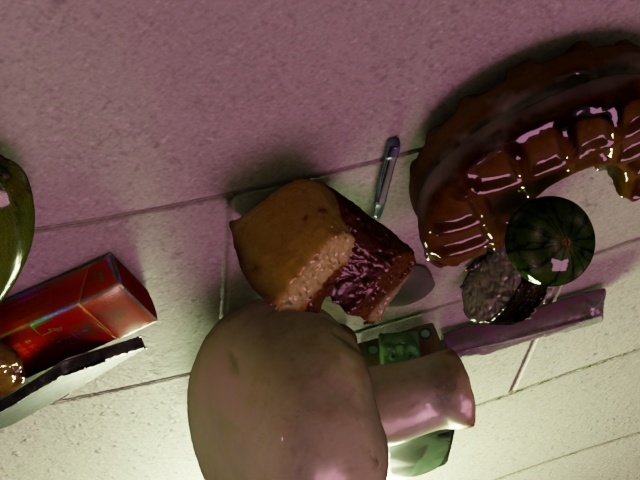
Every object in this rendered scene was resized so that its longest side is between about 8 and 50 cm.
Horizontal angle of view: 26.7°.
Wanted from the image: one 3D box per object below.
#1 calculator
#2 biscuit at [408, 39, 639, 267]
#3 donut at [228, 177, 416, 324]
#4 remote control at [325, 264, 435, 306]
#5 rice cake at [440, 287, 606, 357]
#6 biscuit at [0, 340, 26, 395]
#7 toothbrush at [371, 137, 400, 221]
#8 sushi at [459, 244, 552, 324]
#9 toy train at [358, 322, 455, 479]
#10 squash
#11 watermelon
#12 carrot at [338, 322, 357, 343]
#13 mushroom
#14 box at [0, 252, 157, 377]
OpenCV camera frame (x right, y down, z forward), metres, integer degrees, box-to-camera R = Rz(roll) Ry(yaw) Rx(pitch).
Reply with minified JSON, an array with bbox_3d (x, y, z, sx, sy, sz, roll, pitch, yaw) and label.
[{"bbox_3d":[-0.342,0.188,1.617,0.262,0.021,0.161,-30,173,27],"label":"calculator"},{"bbox_3d":[0.271,-0.102,1.504,0.366,0.115,0.268,-21,151,-1],"label":"biscuit"},{"bbox_3d":[0.000,0.000,1.494,0.112,0.151,0.295,-44,157,12],"label":"donut"},{"bbox_3d":[0.045,0.051,1.704,0.245,0.022,0.077,8,142,-38],"label":"remote control"},{"bbox_3d":[0.296,0.124,1.947,0.270,0.049,0.055,-15,171,-8],"label":"rice cake"},{"bbox_3d":[-0.431,0.132,1.475,0.226,0.042,0.226,1,156,0],"label":"biscuit"},{"bbox_3d":[0.068,-0.047,1.565,0.016,0.019,0.219,-13,148,-16],"label":"toothbrush"},{"bbox_3d":[0.248,0.054,1.767,0.078,0.090,0.150,-4,144,-33],"label":"sushi"},{"bbox_3d":[0.120,0.244,1.929,0.129,0.159,0.326,-13,150,-8],"label":"toy train"},{"bbox_3d":[-0.335,0.006,1.360,0.080,0.071,0.318,29,139,-6],"label":"squash"},{"bbox_3d":[0.244,0.002,1.450,0.109,0.109,0.109,-15,149,-9],"label":"watermelon"},{"bbox_3d":[0.012,0.192,1.851,0.087,0.087,0.193,-14,151,-11],"label":"carrot"},{"bbox_3d":[-0.009,0.225,1.631,0.356,0.315,0.315,1,157,23],"label":"mushroom"},{"bbox_3d":[-0.288,0.089,1.538,0.175,0.048,0.112,-24,149,6],"label":"box"}]
